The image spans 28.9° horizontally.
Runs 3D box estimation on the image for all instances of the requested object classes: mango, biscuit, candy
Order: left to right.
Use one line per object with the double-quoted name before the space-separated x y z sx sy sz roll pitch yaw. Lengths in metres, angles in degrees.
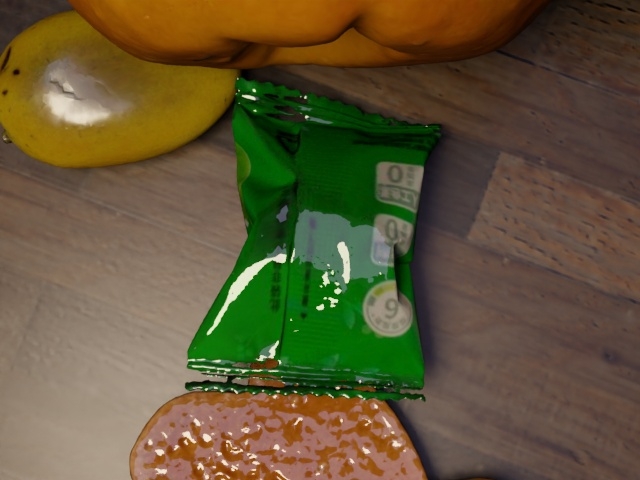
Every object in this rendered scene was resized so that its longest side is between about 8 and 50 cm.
"mango" -0.129 -0.100 0.798 0.161 0.076 0.103 -7 78 -6
"candy" -0.002 -0.001 0.763 0.141 0.078 0.203 1 70 11
"biscuit" 0.026 0.205 0.758 0.205 0.049 0.324 -37 76 -11

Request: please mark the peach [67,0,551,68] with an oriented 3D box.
"peach" -0.006 -0.249 0.683 0.342 0.343 0.302 1 95 3
